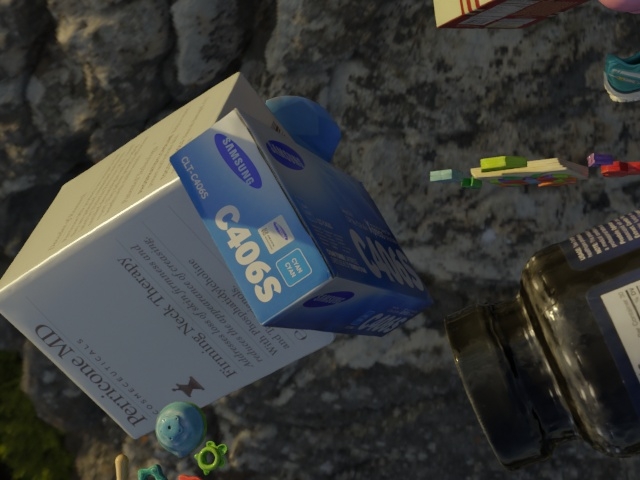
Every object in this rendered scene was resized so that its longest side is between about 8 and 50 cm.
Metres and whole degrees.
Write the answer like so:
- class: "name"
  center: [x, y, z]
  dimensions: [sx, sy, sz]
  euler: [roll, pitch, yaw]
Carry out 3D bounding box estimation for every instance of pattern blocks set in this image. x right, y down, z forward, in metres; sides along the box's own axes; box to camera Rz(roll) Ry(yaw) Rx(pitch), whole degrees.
- class: "pattern blocks set"
  center: [0.375, -0.117, 1.743]
  dimensions: [0.325, 0.285, 0.026]
  euler: [-5, 83, 46]

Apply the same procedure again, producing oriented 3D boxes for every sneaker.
- class: "sneaker"
  center: [0.683, -0.347, 1.891]
  dimensions: [0.275, 0.107, 0.110]
  euler: [-16, 110, 9]

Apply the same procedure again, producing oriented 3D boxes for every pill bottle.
- class: "pill bottle"
  center: [0.185, 0.043, 0.531]
  dimensions: [0.219, 0.123, 0.122]
  euler: [-23, 111, 11]

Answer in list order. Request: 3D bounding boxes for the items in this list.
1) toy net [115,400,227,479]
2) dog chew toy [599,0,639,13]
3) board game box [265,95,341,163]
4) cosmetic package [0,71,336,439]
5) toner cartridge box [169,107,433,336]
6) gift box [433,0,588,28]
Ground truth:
- class: "toy net"
  center: [-0.219, 0.320, 1.264]
  dimensions: [0.122, 0.045, 0.232]
  euler: [42, 93, 18]
- class: "dog chew toy"
  center: [0.450, -0.492, 1.493]
  dimensions: [0.207, 0.206, 0.331]
  euler: [-14, 130, 19]
- class: "board game box"
  center: [-0.043, -0.160, 1.617]
  dimensions: [0.133, 0.033, 0.168]
  euler: [22, 116, -3]
- class: "cosmetic package"
  center: [-0.203, 0.025, 1.495]
  dimensions: [0.394, 0.327, 0.329]
  euler: [-29, 115, 24]
- class: "toner cartridge box"
  center: [0.000, 0.000, 0.923]
  dimensions: [0.075, 0.348, 0.165]
  euler: [-35, 74, 12]
- class: "gift box"
  center: [0.329, -0.545, 1.845]
  dimensions: [0.276, 0.255, 0.258]
  euler: [-7, 89, 57]
